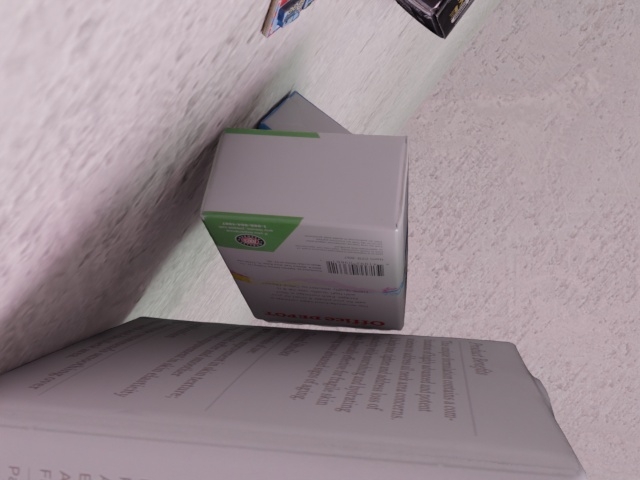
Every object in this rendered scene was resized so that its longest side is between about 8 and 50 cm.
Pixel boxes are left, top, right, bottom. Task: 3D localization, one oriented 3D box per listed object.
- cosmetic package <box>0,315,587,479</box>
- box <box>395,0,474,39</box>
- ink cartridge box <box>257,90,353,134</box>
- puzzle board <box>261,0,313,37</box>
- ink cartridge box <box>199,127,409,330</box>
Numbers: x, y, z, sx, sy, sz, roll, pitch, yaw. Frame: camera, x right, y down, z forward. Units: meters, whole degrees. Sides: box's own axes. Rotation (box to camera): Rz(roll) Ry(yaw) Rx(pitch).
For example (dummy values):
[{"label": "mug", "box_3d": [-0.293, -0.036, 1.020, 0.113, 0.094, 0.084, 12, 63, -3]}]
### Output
[{"label": "cosmetic package", "box_3d": [-0.031, 0.255, 0.549, 0.329, 0.393, 0.328, -17, 109, -79]}, {"label": "box", "box_3d": [0.177, -0.343, 0.642, 0.307, 0.076, 0.242, -53, 177, 15]}, {"label": "ink cartridge box", "box_3d": [-0.027, -0.056, 0.722, 0.061, 0.104, 0.181, -50, 178, -33]}, {"label": "puzzle board", "box_3d": [0.011, -0.202, 0.474, 0.128, 0.011, 0.096, -50, 177, -34]}, {"label": "ink cartridge box", "box_3d": [0.000, 0.000, 0.616, 0.212, 0.154, 0.093, 77, 19, -59]}]
